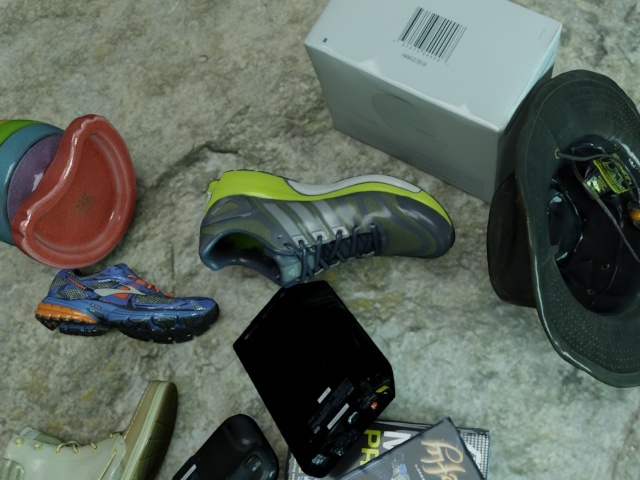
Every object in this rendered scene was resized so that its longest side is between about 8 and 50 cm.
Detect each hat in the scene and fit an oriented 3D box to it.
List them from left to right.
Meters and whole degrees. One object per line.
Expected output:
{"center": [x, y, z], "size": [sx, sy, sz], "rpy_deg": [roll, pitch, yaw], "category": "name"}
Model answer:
{"center": [0.252, -0.008, 0.938], "size": [0.134, 0.331, 0.331], "rpy_deg": [-15, 68, 45], "category": "hat"}

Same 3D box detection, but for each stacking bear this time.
{"center": [-0.384, -0.081, 1.087], "size": [0.289, 0.164, 0.175], "rpy_deg": [18, 73, 25], "category": "stacking bear"}

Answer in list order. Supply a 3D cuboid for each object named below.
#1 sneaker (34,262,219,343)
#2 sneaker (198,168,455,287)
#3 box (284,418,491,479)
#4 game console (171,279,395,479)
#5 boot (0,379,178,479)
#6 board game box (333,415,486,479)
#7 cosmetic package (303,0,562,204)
{"center": [-0.227, 0.067, 1.060], "size": [0.221, 0.083, 0.087], "rpy_deg": [5, 68, 8], "category": "sneaker"}
{"center": [0.000, 0.000, 1.006], "size": [0.300, 0.111, 0.121], "rpy_deg": [2, 48, 17], "category": "sneaker"}
{"center": [0.063, 0.325, 0.947], "size": [0.217, 0.060, 0.269], "rpy_deg": [4, 76, 11], "category": "box"}
{"center": [-0.081, 0.216, 0.972], "size": [0.361, 0.044, 0.213], "rpy_deg": [-49, 38, 9], "category": "game console"}
{"center": [-0.267, 0.238, 1.021], "size": [0.165, 0.077, 0.213], "rpy_deg": [20, 82, 16], "category": "boot"}
{"center": [0.118, 0.321, 0.884], "size": [0.165, 0.042, 0.243], "rpy_deg": [-30, 72, 0], "category": "board game box"}
{"center": [0.126, -0.175, 0.987], "size": [0.224, 0.224, 0.138], "rpy_deg": [28, 79, 15], "category": "cosmetic package"}
